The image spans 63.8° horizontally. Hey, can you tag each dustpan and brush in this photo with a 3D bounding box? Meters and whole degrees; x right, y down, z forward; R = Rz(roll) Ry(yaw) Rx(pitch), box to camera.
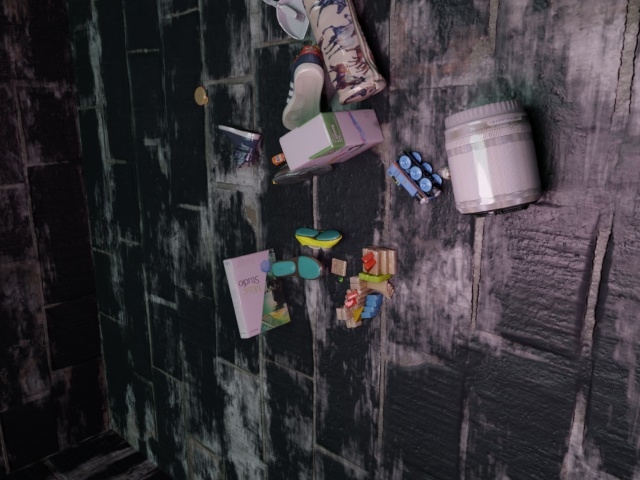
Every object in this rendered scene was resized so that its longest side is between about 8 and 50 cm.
[{"bbox_3d":[-0.128,-0.834,1.850,0.211,0.060,0.147,42,125,28],"label":"dustpan and brush"}]

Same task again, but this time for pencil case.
[{"bbox_3d":[0.078,-0.635,1.639,0.183,0.159,0.410,-29,79,59],"label":"pencil case"}]

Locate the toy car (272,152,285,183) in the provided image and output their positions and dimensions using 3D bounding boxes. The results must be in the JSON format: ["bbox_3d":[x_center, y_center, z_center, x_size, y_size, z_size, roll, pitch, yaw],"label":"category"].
[{"bbox_3d":[-0.168,-0.282,2.031,0.060,0.040,0.122,5,103,42],"label":"toy car"}]

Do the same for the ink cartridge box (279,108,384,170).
[{"bbox_3d":[0.041,-0.328,1.665,0.201,0.278,0.117,-22,88,43],"label":"ink cartridge box"}]

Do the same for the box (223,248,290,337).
[{"bbox_3d":[-0.255,0.210,2.096,0.058,0.232,0.322,-10,93,45],"label":"box"}]

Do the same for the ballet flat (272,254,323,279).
[{"bbox_3d":[-0.068,0.099,1.989,0.280,0.096,0.095,0,96,44],"label":"ballet flat"}]

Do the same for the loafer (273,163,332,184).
[{"bbox_3d":[-0.065,-0.275,1.919,0.267,0.096,0.084,-11,72,37],"label":"loafer"}]

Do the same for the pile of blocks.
[{"bbox_3d":[0.156,0.183,1.791,0.149,0.112,0.362,37,123,31],"label":"pile of blocks"}]

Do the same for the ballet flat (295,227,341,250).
[{"bbox_3d":[0.000,0.000,1.930,0.231,0.077,0.077,8,127,44],"label":"ballet flat"}]

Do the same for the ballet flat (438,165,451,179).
[{"bbox_3d":[0.395,-0.198,1.529,0.114,0.041,0.041,17,111,40],"label":"ballet flat"}]

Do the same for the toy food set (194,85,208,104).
[{"bbox_3d":[-0.534,-0.648,2.300,0.083,0.020,0.083,0,99,43],"label":"toy food set"}]

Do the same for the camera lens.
[{"bbox_3d":[0.450,-0.206,1.352,0.219,0.219,0.274,-8,94,44],"label":"camera lens"}]

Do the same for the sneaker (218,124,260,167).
[{"bbox_3d":[-0.355,-0.392,2.147,0.226,0.086,0.163,26,114,35],"label":"sneaker"}]

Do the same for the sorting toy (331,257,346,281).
[{"bbox_3d":[0.069,0.112,1.923,0.062,0.012,0.083,14,105,35],"label":"sorting toy"}]

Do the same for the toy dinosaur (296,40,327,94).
[{"bbox_3d":[-0.024,-0.628,1.802,0.112,0.064,0.212,23,115,36],"label":"toy dinosaur"}]

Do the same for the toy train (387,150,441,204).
[{"bbox_3d":[0.296,-0.193,1.601,0.184,0.080,0.105,52,138,18],"label":"toy train"}]

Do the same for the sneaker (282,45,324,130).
[{"bbox_3d":[-0.054,-0.525,1.792,0.350,0.131,0.148,121,153,-62],"label":"sneaker"}]
